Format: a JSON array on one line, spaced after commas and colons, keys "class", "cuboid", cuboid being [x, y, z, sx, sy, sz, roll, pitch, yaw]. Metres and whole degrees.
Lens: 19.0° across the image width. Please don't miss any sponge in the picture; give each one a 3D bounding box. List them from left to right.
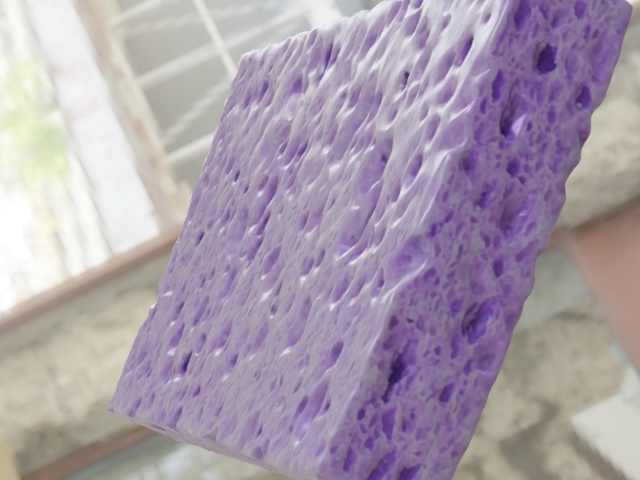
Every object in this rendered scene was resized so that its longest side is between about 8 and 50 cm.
[{"class": "sponge", "cuboid": [0.000, 0.000, 0.475, 0.031, 0.117, 0.210, 24, 172, -17]}]
